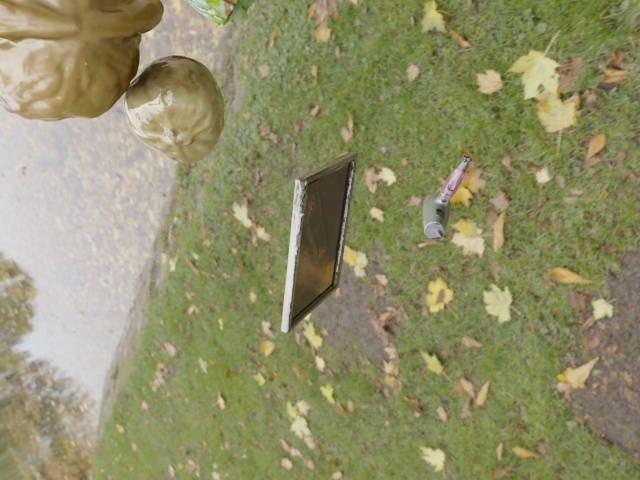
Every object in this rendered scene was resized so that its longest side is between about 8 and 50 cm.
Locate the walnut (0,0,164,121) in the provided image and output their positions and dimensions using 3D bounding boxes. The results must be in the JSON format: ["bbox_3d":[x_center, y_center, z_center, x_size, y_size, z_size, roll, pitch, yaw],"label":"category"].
[{"bbox_3d":[-0.286,-0.240,0.604,0.257,0.257,0.224,27,123,35],"label":"walnut"}]

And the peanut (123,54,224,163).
[{"bbox_3d":[-0.194,-0.175,0.773,0.253,0.122,0.137,-132,34,-67],"label":"peanut"}]

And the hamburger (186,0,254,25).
[{"bbox_3d":[-0.199,-0.462,0.949,0.125,0.214,0.235,-37,38,15],"label":"hamburger"}]

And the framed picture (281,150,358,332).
[{"bbox_3d":[0.000,0.000,1.129,0.024,0.232,0.315,18,116,21],"label":"framed picture"}]

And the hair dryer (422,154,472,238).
[{"bbox_3d":[0.229,-0.087,1.047,0.054,0.106,0.154,20,119,1],"label":"hair dryer"}]
